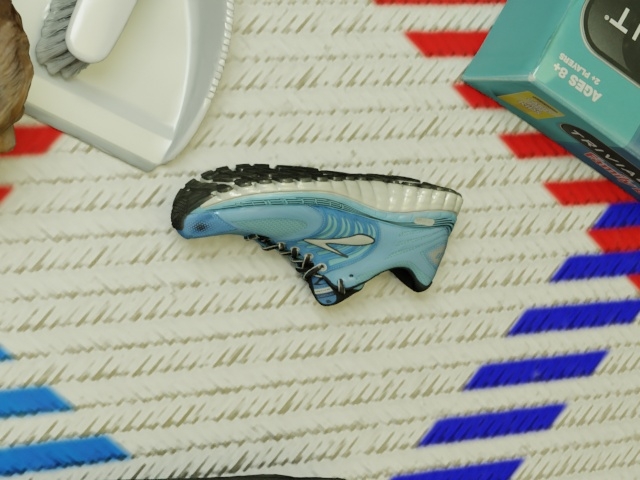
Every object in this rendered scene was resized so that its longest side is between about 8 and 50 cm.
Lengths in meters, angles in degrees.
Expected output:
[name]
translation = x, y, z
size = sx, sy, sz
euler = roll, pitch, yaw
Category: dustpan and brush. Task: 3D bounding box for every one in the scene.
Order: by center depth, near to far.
[dustpan and brush]
translation = -0.089, -0.154, 0.720
size = 0.147, 0.060, 0.211
euler = 26, 85, -23

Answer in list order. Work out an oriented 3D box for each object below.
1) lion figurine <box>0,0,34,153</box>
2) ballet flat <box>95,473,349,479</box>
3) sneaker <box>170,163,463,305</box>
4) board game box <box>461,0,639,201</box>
[lion figurine]
translation = -0.274, -0.192, 0.596
size = 0.240, 0.142, 0.392
euler = -20, 101, -24
[ballet flat]
translation = -0.102, 0.160, 0.730
size = 0.280, 0.096, 0.095
euler = 2, 95, -23
[sneaker]
translation = 0.000, 0.000, 0.776
size = 0.162, 0.063, 0.073
euler = 4, 97, -23
[board game box]
translation = 0.272, -0.171, 0.864
size = 0.254, 0.079, 0.336
euler = 31, 83, -23
